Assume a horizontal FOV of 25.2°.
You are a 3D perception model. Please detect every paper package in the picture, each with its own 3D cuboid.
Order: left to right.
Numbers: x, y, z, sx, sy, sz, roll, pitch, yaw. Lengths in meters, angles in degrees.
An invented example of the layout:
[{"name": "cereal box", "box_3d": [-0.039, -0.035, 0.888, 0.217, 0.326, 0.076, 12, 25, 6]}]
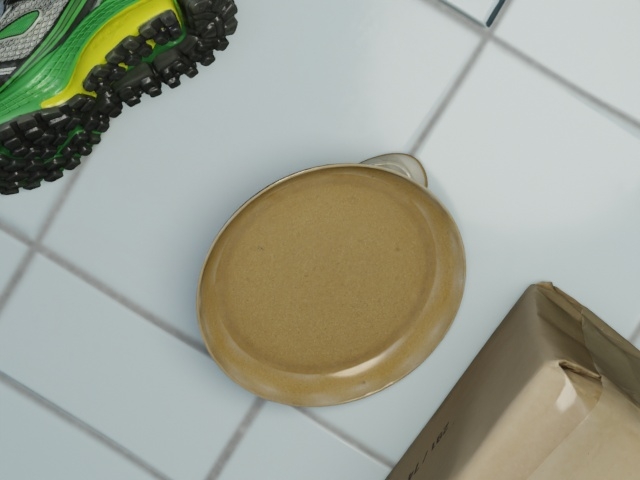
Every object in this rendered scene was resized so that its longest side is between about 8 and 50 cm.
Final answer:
[{"name": "paper package", "box_3d": [0.147, 0.225, 1.138, 0.168, 0.309, 0.325, 36, 100, 0]}]

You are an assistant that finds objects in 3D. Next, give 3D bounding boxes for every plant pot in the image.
[{"name": "plant pot", "box_3d": [0.008, 0.036, 1.224, 0.236, 0.032, 0.236, -7, 120, -12]}]

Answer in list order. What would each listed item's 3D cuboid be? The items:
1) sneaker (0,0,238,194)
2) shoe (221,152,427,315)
[{"name": "sneaker", "box_3d": [-0.235, -0.154, 1.233, 0.343, 0.134, 0.146, -33, 69, 12]}, {"name": "shoe", "box_3d": [0.000, 0.000, 1.248, 0.219, 0.058, 0.076, -35, 93, 9]}]
